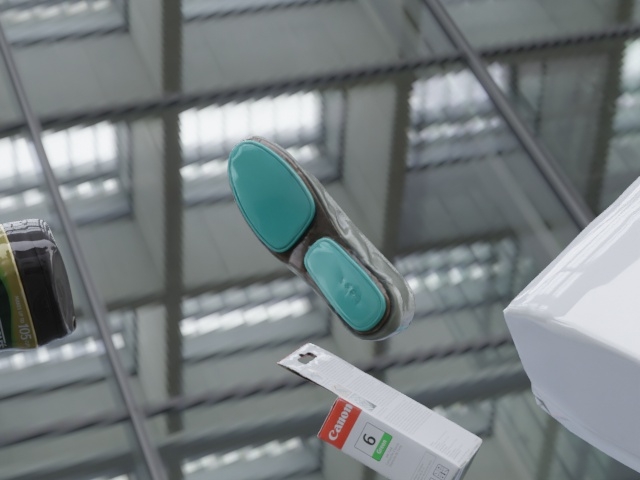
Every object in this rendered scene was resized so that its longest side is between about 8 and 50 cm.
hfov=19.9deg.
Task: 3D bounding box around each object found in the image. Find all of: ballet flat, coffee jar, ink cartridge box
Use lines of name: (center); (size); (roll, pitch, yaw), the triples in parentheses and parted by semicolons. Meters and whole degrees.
ballet flat: (0.000, 0.000, 1.521); (0.072, 0.213, 0.068); (-47, -21, 20)
coffee jar: (-0.275, 0.050, 1.338); (0.184, 0.079, 0.096); (-17, -56, -11)
ink cartridge box: (0.028, 0.100, 1.004); (0.029, 0.115, 0.063); (-64, -11, 14)

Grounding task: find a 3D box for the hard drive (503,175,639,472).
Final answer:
hard drive: (0.207, -0.043, 0.317); (0.307, 0.203, 0.040); (-42, -48, -21)
